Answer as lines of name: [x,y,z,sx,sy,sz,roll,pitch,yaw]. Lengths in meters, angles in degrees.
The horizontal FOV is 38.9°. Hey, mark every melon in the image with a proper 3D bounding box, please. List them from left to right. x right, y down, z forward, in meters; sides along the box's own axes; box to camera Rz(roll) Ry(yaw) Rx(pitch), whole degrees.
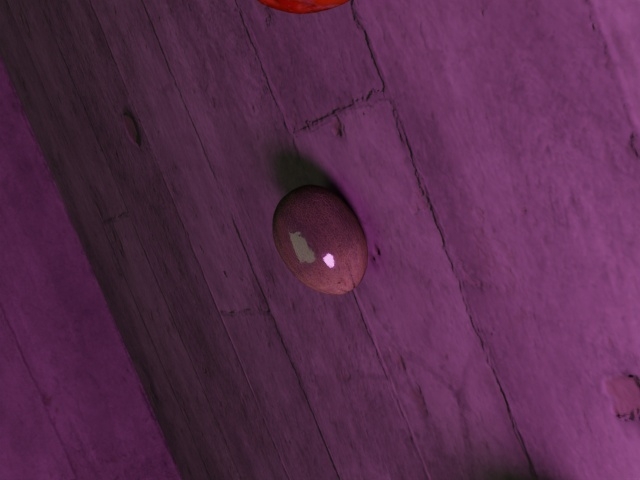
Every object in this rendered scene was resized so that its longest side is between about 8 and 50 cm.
melon: [0.000,0.000,1.011,0.130,0.098,0.098,63,154,5]

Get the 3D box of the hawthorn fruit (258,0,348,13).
hawthorn fruit: [-0.013,-0.254,0.796,0.128,0.128,0.128,43,146,38]
